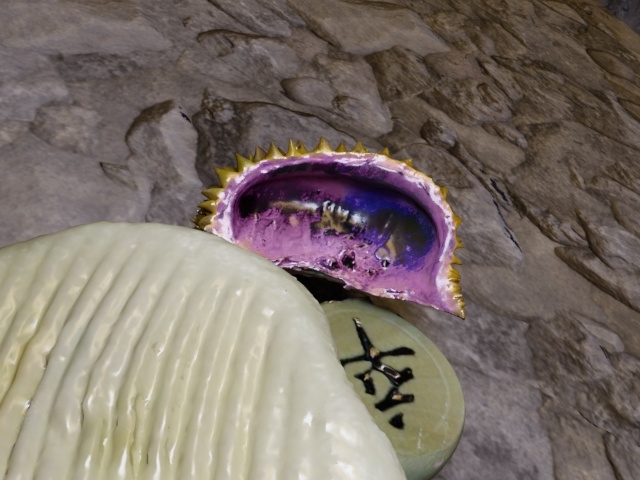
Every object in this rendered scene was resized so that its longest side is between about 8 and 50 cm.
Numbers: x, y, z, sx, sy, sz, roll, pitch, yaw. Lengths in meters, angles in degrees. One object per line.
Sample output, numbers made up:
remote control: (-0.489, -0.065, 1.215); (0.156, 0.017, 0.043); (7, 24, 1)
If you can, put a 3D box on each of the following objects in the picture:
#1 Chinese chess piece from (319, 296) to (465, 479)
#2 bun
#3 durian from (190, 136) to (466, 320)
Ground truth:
Chinese chess piece: (0.041, 0.140, 0.720); (0.189, 0.083, 0.188); (20, 35, -15)
bun: (-0.121, 0.166, 0.448); (0.353, 0.227, 0.348); (4, 48, 2)
durian: (0.001, -0.011, 0.800); (0.261, 0.186, 0.153); (19, 68, -13)
